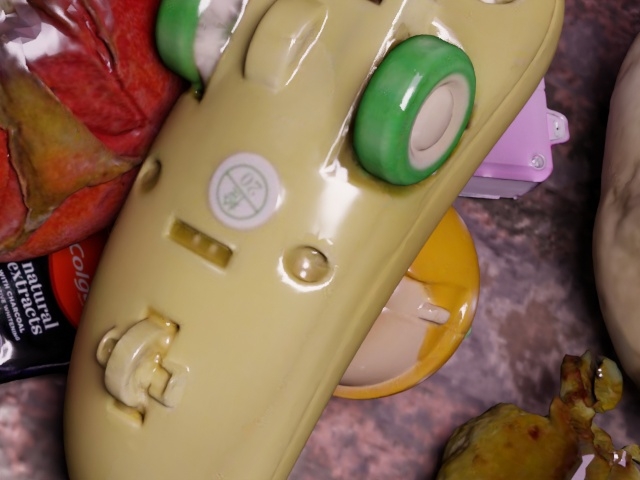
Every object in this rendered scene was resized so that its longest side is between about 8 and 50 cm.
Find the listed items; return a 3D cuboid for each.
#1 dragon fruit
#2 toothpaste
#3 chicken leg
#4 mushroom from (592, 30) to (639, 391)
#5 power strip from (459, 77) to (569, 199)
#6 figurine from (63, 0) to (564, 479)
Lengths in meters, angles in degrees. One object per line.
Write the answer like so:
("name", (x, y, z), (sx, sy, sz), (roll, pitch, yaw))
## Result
("dragon fruit", (-0.144, -0.109, 0.792), (0.223, 0.148, 0.218), (-7, 77, -9))
("toothpaste", (-0.160, 0.037, 0.830), (0.193, 0.045, 0.071), (-14, 79, -34))
("chicken leg", (0.052, 0.233, 0.817), (0.201, 0.152, 0.429), (40, 53, -22))
("mushroom", (0.298, -0.028, 0.898), (0.314, 0.336, 0.314), (4, 79, -21))
("power strip", (-0.010, -0.082, 0.940), (0.279, 0.037, 0.109), (4, 71, -24))
("figurine", (0.000, 0.000, 0.831), (0.124, 0.222, 0.325), (28, 94, 25))
